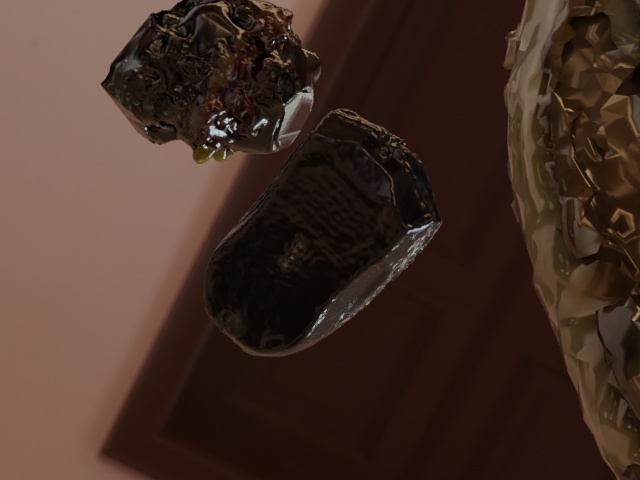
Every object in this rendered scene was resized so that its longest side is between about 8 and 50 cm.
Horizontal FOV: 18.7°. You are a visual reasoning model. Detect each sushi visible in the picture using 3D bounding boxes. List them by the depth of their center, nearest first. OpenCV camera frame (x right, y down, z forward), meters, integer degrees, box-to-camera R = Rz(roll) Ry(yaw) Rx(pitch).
[{"bbox_3d":[-0.085,-0.154,1.866,0.150,0.172,0.153,35,173,16],"label":"sushi"}]

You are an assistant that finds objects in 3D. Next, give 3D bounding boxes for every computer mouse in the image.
[{"bbox_3d":[0.000,0.000,1.464,0.122,0.217,0.073,48,-148,7],"label":"computer mouse"}]

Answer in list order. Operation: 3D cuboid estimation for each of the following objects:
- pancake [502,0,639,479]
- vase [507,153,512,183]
[{"bbox_3d":[0.222,-0.005,0.446,0.382,0.382,0.071,28,150,12],"label":"pancake"},{"bbox_3d":[0.216,-0.023,1.303,0.096,0.096,0.219,23,-168,-29],"label":"vase"}]
